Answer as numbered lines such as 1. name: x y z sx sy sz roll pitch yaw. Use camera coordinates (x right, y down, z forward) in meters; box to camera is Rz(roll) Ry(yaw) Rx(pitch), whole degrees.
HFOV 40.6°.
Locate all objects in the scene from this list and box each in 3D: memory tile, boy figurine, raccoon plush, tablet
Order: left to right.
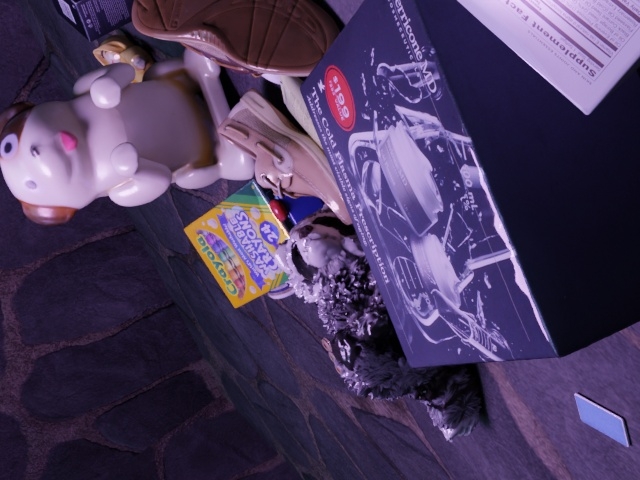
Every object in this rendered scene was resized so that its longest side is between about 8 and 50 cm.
1. boy figurine: -0.410 -0.371 1.968 0.285 0.092 0.177 48 163 14
2. memory tile: 0.056 0.288 2.027 0.148 0.012 0.113 17 137 62
3. raccoon plush: 0.080 0.141 1.455 0.299 0.216 0.447 46 160 48
4. tablet: 0.377 0.240 1.161 0.083 0.006 0.054 27 145 54

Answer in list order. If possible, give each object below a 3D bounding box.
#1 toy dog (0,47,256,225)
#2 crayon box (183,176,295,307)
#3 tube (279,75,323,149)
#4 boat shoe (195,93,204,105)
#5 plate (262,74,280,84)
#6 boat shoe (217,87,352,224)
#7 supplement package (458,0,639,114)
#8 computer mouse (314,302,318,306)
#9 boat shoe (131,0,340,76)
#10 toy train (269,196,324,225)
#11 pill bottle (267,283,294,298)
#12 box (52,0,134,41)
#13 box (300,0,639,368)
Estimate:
1. toy dog: -0.393 -0.194 1.613 0.395 0.407 0.285 4 111 58
2. crayon box: -0.145 0.008 1.756 0.323 0.083 0.203 -30 95 47
3. tube: -0.001 -0.186 1.322 0.240 0.062 0.070 47 119 37
4. boat shoe: -0.285 -0.222 1.891 0.098 0.096 0.277 50 160 26
5. plate: -0.161 -0.407 1.361 0.277 0.045 0.278 47 159 27
6. boat shoe: -0.048 -0.118 1.411 0.341 0.110 0.121 46 180 38
7. supplement package: 0.187 -0.251 0.482 0.198 0.199 0.263 44 160 8
8. computer mouse: 0.027 0.106 1.726 0.188 0.072 0.272 51 173 10
9. boat shoe: -0.109 -0.301 1.254 0.341 0.123 0.123 15 179 25
10. toy train: 0.000 0.000 1.566 0.248 0.105 0.143 58 172 -7
11. pill bottle: -0.104 0.034 1.872 0.094 0.094 0.169 21 141 60
12. box: -0.437 -0.492 1.719 0.156 0.158 0.093 42 156 38
13. box: 0.152 -0.070 0.833 0.343 0.178 0.312 68 161 4
